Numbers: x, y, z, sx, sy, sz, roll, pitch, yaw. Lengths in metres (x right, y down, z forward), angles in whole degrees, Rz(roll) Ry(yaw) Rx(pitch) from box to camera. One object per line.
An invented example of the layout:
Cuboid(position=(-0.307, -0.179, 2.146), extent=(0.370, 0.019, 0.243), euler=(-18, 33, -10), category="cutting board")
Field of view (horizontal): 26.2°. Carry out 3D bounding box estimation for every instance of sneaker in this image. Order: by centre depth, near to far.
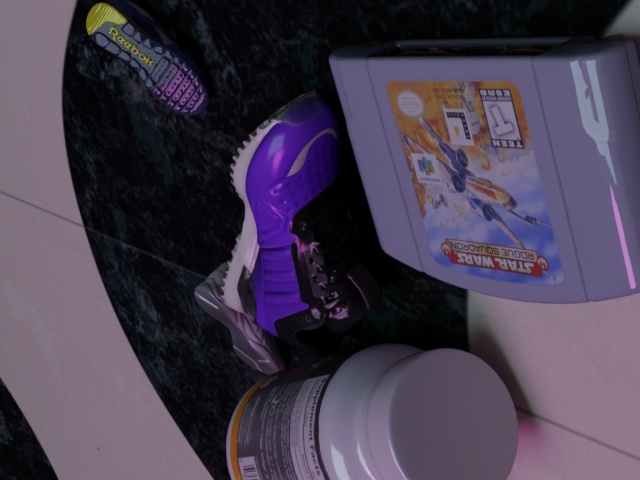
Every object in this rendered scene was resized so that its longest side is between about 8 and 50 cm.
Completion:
Cuboid(position=(0.001, 0.000, 1.216), extent=(0.146, 0.102, 0.293), euler=(41, 148, 22), category="sneaker")
Cuboid(position=(-0.158, -0.182, 1.336), extent=(0.144, 0.059, 0.053), euler=(44, 116, -2), category="sneaker")
Cuboid(position=(-0.069, 0.082, 1.416), extent=(0.053, 0.061, 0.152), euler=(11, 143, 42), category="sneaker")

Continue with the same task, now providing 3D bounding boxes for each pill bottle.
Cuboid(position=(0.041, 0.179, 1.230), extent=(0.278, 0.162, 0.162), euler=(-22, 96, 57), category="pill bottle")

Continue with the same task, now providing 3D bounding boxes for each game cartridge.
Cuboid(position=(0.130, -0.053, 1.025), extent=(0.297, 0.062, 0.198), euler=(9, 117, 52), category="game cartridge")
